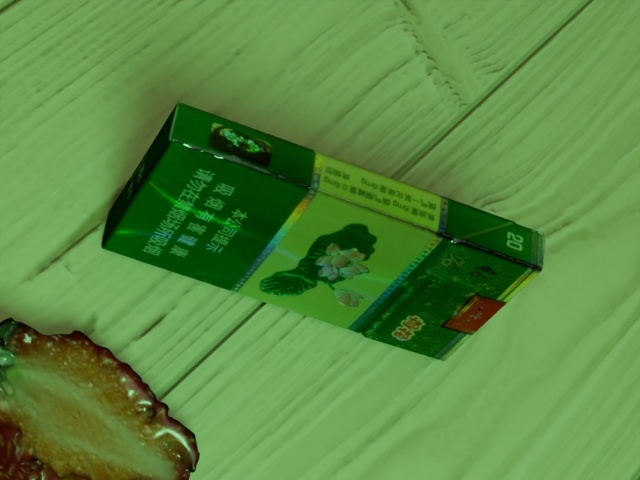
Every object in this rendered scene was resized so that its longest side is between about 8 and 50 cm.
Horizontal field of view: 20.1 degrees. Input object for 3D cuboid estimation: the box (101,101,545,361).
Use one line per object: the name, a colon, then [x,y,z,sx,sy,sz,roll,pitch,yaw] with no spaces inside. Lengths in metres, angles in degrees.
box: [0.000,0.000,1.075,0.235,0.132,0.034,19,55,-16]

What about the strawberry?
strawberry: [-0.139,0.104,1.000,0.152,0.048,0.104,37,44,-20]
